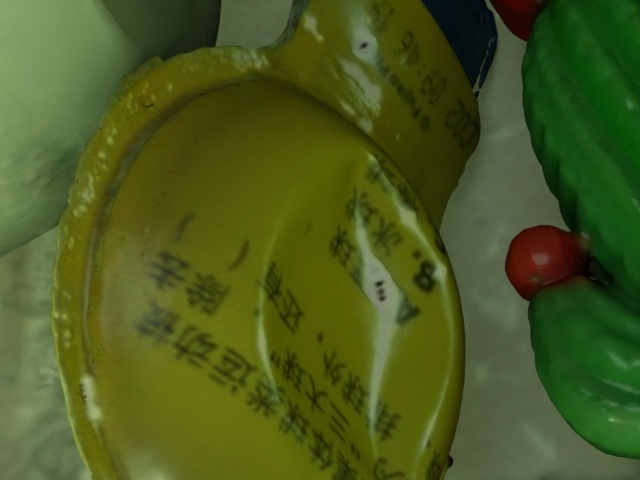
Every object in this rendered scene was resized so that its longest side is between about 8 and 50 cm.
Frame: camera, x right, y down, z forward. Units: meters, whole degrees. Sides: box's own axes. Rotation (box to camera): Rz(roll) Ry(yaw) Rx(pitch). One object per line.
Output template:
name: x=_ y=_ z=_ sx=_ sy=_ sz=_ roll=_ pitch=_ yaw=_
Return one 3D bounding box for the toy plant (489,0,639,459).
toy plant: x=0.130 y=-0.033 z=0.546 sx=0.154 sy=0.088 sz=0.240 roll=-5 pitch=54 yaw=6

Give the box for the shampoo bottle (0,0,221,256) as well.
shampoo bottle: x=-0.191 y=-0.129 z=0.571 sx=0.317 sy=0.322 sz=0.322 roll=-8 pitch=64 yaw=7

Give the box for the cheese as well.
cheese: x=0.000 y=0.000 z=0.542 sx=0.069 sy=0.177 sz=0.270 roll=-11 pitch=45 yaw=41
